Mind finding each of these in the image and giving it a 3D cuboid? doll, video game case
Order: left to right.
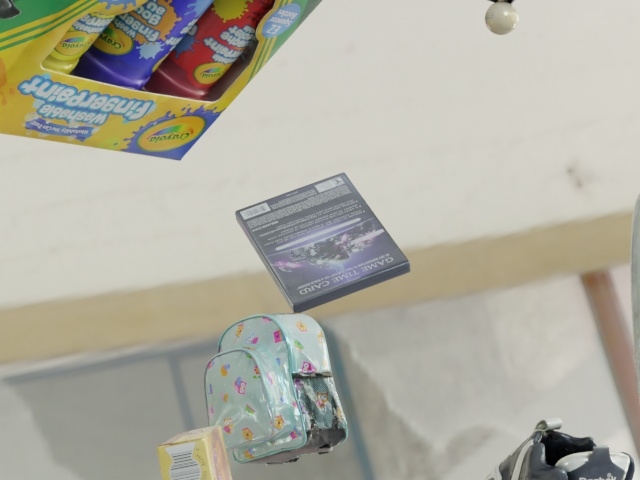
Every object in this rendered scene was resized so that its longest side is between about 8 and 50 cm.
[{"bbox_3d":[0.000,0.000,2.795,0.196,0.274,0.026,-20,-51,-11],"label":"video game case"},{"bbox_3d":[0.205,-0.319,1.972,0.046,0.189,0.129,10,-12,-37],"label":"doll"}]

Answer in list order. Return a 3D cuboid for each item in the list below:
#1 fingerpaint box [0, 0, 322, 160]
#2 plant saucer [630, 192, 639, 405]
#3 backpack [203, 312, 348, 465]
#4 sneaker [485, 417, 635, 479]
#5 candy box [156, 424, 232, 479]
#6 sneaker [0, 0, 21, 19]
[{"bbox_3d":[-0.244,-0.300,2.336,0.371,0.163,0.445,-46,-26,22],"label":"fingerpaint box"},{"bbox_3d":[0.428,0.135,1.989,0.101,0.400,0.400,-7,-15,18],"label":"plant saucer"},{"bbox_3d":[-0.065,0.186,2.283,0.144,0.188,0.166,8,-20,-38],"label":"backpack"},{"bbox_3d":[0.234,0.257,1.561,0.094,0.235,0.153,0,-46,-25],"label":"sneaker"},{"bbox_3d":[-0.110,0.280,1.716,0.053,0.186,0.109,-13,-1,5],"label":"candy box"},{"bbox_3d":[-0.411,-0.329,2.073,0.089,0.170,0.051,-17,-20,9],"label":"sneaker"}]
